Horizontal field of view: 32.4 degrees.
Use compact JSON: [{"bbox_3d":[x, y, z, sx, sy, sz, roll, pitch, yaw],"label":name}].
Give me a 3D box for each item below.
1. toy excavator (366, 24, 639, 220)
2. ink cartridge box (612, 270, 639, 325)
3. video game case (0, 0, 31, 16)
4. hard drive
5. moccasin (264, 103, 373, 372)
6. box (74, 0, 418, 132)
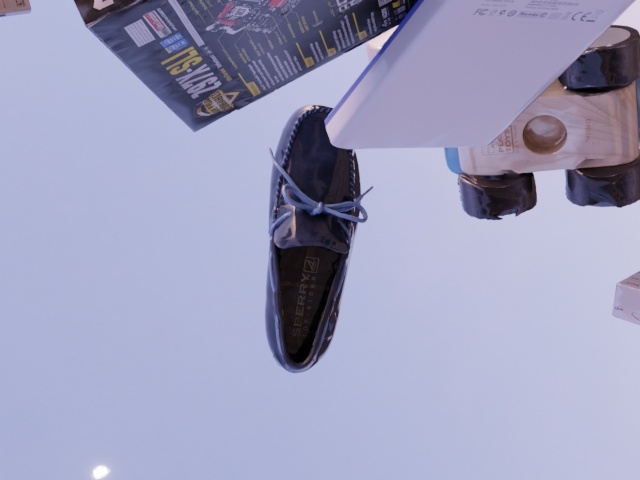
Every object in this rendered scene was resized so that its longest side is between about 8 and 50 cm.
[{"bbox_3d":[0.257,-0.222,1.598,0.445,0.433,0.222,-64,-33,-60],"label":"toy excavator"},{"bbox_3d":[0.468,0.079,1.510,0.122,0.088,0.052,-20,-60,-48],"label":"ink cartridge box"},{"bbox_3d":[-0.430,-0.314,1.365,0.122,0.011,0.087,-13,-104,-20],"label":"video game case"},{"bbox_3d":[0.165,-0.191,1.051,0.210,0.319,0.040,-4,-116,-31],"label":"hard drive"},{"bbox_3d":[0.000,0.000,1.382,0.117,0.137,0.342,-135,46,-83],"label":"moccasin"},{"bbox_3d":[-0.043,-0.212,0.900,0.079,0.257,0.322,65,-176,10],"label":"box"}]
